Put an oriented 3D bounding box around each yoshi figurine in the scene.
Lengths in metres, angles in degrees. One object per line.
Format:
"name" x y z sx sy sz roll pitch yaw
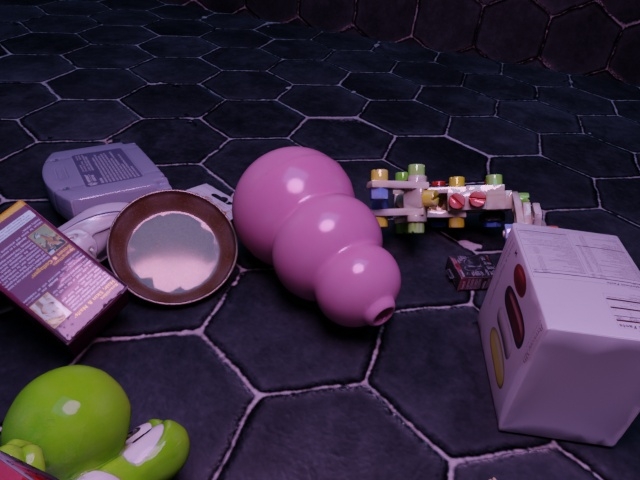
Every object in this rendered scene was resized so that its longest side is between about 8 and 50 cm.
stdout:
"yoshi figurine" -0.288 0.238 0.425 0.204 0.203 0.362 22 36 31

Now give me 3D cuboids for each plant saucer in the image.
"plant saucer" -0.233 0.013 0.810 0.199 0.036 0.198 7 63 -14

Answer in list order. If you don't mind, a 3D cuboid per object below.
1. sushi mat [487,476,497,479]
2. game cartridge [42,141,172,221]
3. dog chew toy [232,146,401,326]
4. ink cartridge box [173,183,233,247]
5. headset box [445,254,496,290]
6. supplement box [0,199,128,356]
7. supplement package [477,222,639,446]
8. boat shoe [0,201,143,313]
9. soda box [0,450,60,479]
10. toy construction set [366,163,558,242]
"sushi mat" 0.192 0.378 0.442 0.151 0.019 0.316 -9 39 -22
"game cartridge" -0.419 -0.119 0.969 0.196 0.060 0.294 -12 30 -28
"dog chew toy" 0.000 0.000 0.792 0.207 0.206 0.332 -18 51 -29
"ink cartridge box" -0.237 -0.040 0.939 0.145 0.045 0.179 29 36 29
"headset box" 0.261 0.055 0.879 0.083 0.032 0.062 -3 37 -10
"supplement box" -0.364 0.052 0.677 0.188 0.081 0.104 39 60 1
"supplement package" 0.314 0.118 0.665 0.149 0.194 0.203 7 36 3
"boat shoe" -0.385 0.026 0.778 0.268 0.096 0.088 -26 51 -34
"soda box" -0.239 0.257 0.274 0.083 0.092 0.263 11 55 29
"toy construction set" 0.253 -0.062 0.909 0.328 0.151 0.215 15 2 14
